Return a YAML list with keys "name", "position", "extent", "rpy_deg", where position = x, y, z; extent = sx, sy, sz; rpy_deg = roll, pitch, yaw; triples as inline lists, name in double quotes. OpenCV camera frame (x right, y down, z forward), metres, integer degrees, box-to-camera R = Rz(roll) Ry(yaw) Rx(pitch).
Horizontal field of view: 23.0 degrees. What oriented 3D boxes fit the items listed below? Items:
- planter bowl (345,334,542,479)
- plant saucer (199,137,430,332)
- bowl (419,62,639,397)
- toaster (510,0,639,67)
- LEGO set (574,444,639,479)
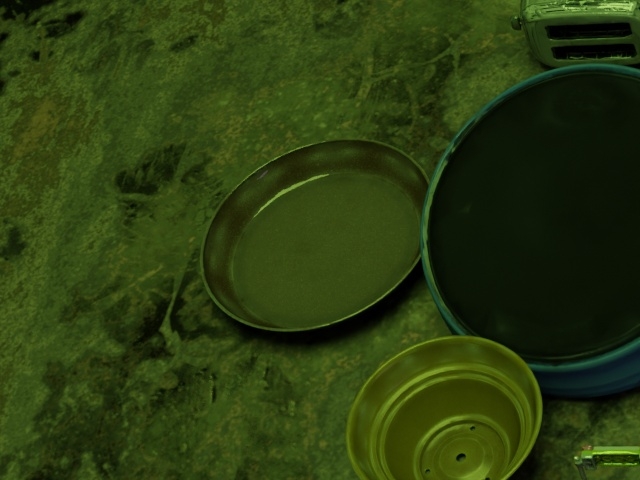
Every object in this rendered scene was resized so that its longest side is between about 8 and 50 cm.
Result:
- name: "planter bowl"
  position: [0.143, 0.216, 1.702]
  extent: [0.217, 0.090, 0.217]
  rpy_deg: [-12, 47, 14]
- name: "plant saucer"
  position: [0.000, 0.000, 1.981]
  extent: [0.310, 0.050, 0.310]
  rpy_deg: [-11, 48, 13]
- name: "bowl"
  position: [0.289, -0.020, 1.765]
  extent: [0.391, 0.077, 0.391]
  rpy_deg: [-12, 65, 27]
- name: "toaster"
  position: [0.363, -0.311, 2.041]
  extent: [0.227, 0.129, 0.146]
  rpy_deg: [1, 56, 22]
- name: "LEGO set"
  position: [0.262, 0.284, 1.581]
  extent: [0.287, 0.107, 0.132]
  rpy_deg: [-20, 46, 6]
